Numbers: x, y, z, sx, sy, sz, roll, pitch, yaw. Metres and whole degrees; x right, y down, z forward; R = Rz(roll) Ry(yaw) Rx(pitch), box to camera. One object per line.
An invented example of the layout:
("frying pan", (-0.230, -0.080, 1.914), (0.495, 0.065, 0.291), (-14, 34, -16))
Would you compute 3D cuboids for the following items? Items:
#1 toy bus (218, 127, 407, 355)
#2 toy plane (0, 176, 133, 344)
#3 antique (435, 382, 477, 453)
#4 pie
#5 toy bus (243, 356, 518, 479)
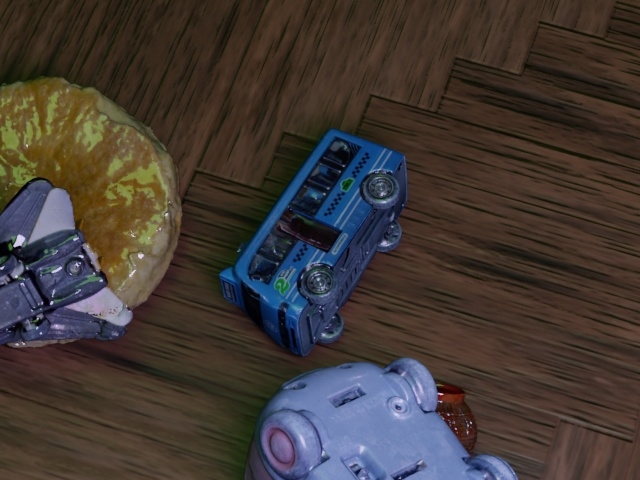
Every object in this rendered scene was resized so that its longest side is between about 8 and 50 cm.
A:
("toy bus", (0.000, 0.000, 2.004), (0.134, 0.113, 0.246), (26, 65, 18))
("toy plane", (-0.382, 0.076, 1.916), (0.316, 0.103, 0.204), (-26, 109, 0))
("antique", (0.120, 0.206, 1.909), (0.104, 0.104, 0.104), (0, 63, 1))
("pie", (-0.318, -0.038, 2.041), (0.340, 0.083, 0.339), (-1, 67, 2))
("toy bus", (0.045, 0.279, 1.805), (0.197, 0.231, 0.294), (-21, 60, -40))
